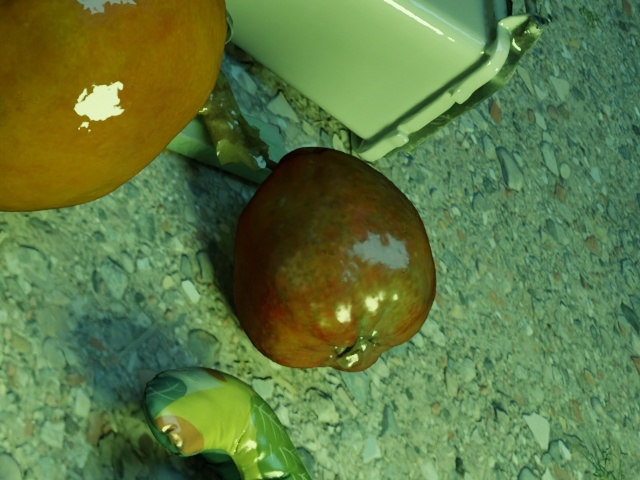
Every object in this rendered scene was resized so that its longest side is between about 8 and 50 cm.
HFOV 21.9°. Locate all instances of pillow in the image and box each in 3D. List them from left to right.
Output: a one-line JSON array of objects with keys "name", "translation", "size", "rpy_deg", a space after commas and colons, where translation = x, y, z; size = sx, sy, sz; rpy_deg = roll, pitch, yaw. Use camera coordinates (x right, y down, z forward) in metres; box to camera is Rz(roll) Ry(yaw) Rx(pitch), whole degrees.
[{"name": "pillow", "translation": [-0.074, 0.218, 1.483], "size": [0.233, 0.086, 0.214], "rpy_deg": [63, 18, 15]}]

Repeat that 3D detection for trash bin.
[{"name": "trash bin", "translation": [0.044, -0.298, 1.886], "size": [0.368, 0.296, 0.256], "rpy_deg": [29, 46, -31]}]

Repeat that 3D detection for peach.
[{"name": "peach", "translation": [-0.249, -0.191, 1.367], "size": [0.343, 0.343, 0.301], "rpy_deg": [66, 17, 7]}]

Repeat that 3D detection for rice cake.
[{"name": "rice cake", "translation": [-0.116, -0.118, 1.745], "size": [0.222, 0.042, 0.080], "rpy_deg": [21, 46, -43]}]

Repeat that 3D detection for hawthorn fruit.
[{"name": "hawthorn fruit", "translation": [0.000, 0.000, 1.682], "size": [0.210, 0.210, 0.262], "rpy_deg": [8, 51, -51]}]

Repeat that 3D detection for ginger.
[{"name": "ginger", "translation": [-0.097, -0.122, 1.700], "size": [0.137, 0.057, 0.044], "rpy_deg": [61, -11, 14]}]

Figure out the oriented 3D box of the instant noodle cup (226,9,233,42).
[{"name": "instant noodle cup", "translation": [-0.187, -0.180, 1.588], "size": [0.208, 0.177, 0.125], "rpy_deg": [32, 70, -40]}]
